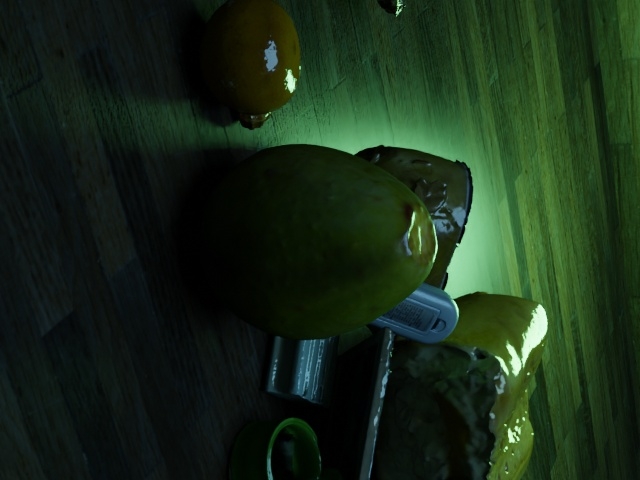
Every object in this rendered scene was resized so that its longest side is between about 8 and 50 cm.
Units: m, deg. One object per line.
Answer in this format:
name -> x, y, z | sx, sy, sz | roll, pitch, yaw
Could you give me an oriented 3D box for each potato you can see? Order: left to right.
potato -> 0.092, -0.006, 1.842 | 0.246, 0.196, 0.300 | -103, -152, -67

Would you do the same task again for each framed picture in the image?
framed picture -> 0.041, 0.298, 1.748 | 0.232, 0.024, 0.315 | 134, -30, -66

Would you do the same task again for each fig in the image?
fig -> 0.000, 0.000, 1.506 | 0.258, 0.326, 0.258 | 0, 90, -42

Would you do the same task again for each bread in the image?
bread -> -0.072, -0.210, 1.663 | 0.157, 0.044, 0.052 | -58, 145, -43
bread -> 0.237, 0.271, 2.048 | 0.394, 0.250, 0.361 | -36, 134, -60

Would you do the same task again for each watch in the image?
watch -> -0.053, 0.329, 1.632 | 0.152, 0.131, 0.165 | 59, 41, -29

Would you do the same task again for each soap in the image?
soap -> -0.020, 0.137, 1.743 | 0.114, 0.063, 0.198 | 36, 59, -57

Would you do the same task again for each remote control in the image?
remote control -> 0.097, 0.088, 1.721 | 0.244, 0.047, 0.087 | 21, 112, -27

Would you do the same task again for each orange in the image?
orange -> -0.092, -0.239, 1.544 | 0.156, 0.124, 0.156 | -5, 90, -79

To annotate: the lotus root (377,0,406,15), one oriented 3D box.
lotus root -> 0.074, -0.482, 1.819 | 0.343, 0.151, 0.169 | 61, 40, -38
